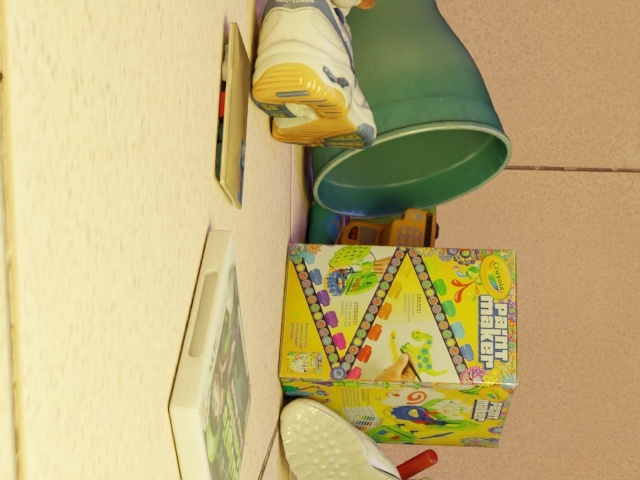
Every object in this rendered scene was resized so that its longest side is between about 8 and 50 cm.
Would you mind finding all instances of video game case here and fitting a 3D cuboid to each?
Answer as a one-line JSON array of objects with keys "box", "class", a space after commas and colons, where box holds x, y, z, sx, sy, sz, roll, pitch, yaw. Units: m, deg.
[{"box": [-0.076, 0.119, 0.849, 0.173, 0.022, 0.190, -83, 173, -48], "class": "video game case"}]

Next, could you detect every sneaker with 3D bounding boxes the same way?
[{"box": [0.019, 0.259, 1.440, 0.235, 0.090, 0.095, 49, 11, -36], "class": "sneaker"}, {"box": [0.001, -0.171, 1.159, 0.296, 0.112, 0.131, 66, 25, -81], "class": "sneaker"}]

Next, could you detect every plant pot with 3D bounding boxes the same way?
[{"box": [0.101, -0.202, 1.595, 0.271, 0.272, 0.255, 80, -1, -69], "class": "plant pot"}]

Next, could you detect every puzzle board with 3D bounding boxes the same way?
[{"box": [-0.069, -0.097, 0.925, 0.096, 0.011, 0.128, 75, 17, -79], "class": "puzzle board"}]

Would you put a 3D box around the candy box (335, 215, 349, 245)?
[{"box": [0.018, -0.063, 1.806, 0.109, 0.053, 0.186, -72, 162, -71], "class": "candy box"}]

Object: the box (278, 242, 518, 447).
[{"box": [0.101, 0.144, 1.490, 0.290, 0.279, 0.177, 83, 10, -65], "class": "box"}]

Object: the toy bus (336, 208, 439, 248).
[{"box": [0.077, 0.063, 1.675, 0.332, 0.130, 0.108, 109, -9, -65], "class": "toy bus"}]

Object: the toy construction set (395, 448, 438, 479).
[{"box": [0.048, 0.445, 1.600, 0.237, 0.257, 0.309, -37, -168, 36], "class": "toy construction set"}]

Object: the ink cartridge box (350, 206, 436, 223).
[{"box": [0.103, -0.157, 1.993, 0.097, 0.189, 0.255, 82, 9, -57], "class": "ink cartridge box"}]

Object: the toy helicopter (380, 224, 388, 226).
[{"box": [0.083, 0.069, 2.184, 0.235, 0.140, 0.355, -54, 148, -79], "class": "toy helicopter"}]

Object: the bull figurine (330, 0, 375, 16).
[{"box": [0.018, -0.374, 1.389, 0.310, 0.101, 0.188, -52, 139, -86], "class": "bull figurine"}]

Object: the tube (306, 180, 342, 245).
[{"box": [0.000, 0.000, 1.666, 0.080, 0.052, 0.207, 71, 25, -58], "class": "tube"}]
